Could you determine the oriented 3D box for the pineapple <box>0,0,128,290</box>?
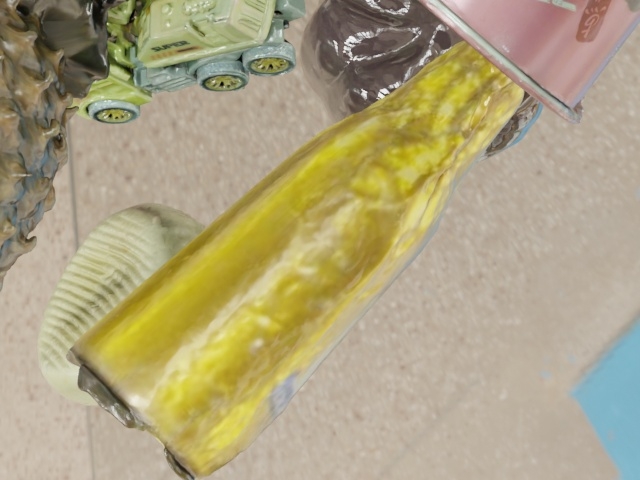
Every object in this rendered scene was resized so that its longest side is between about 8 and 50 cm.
[{"bbox_3d":[-0.125,-0.085,0.499,0.125,0.251,0.125,17,146,12],"label":"pineapple"}]

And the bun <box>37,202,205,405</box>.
[{"bbox_3d":[-0.173,0.070,1.277,0.127,0.222,0.222,34,106,-35],"label":"bun"}]

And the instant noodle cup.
[{"bbox_3d":[0.167,-0.243,0.930,0.243,0.243,0.231,35,106,-26],"label":"instant noodle cup"}]

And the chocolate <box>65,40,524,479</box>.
[{"bbox_3d":[0.000,0.000,1.086,0.445,0.162,0.162,-44,119,-10],"label":"chocolate"}]

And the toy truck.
[{"bbox_3d":[-0.107,-0.139,0.808,0.191,0.085,0.116,-12,162,32],"label":"toy truck"}]

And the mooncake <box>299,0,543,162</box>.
[{"bbox_3d":[0.129,-0.232,1.541,0.306,0.154,0.306,1,75,-3],"label":"mooncake"}]
